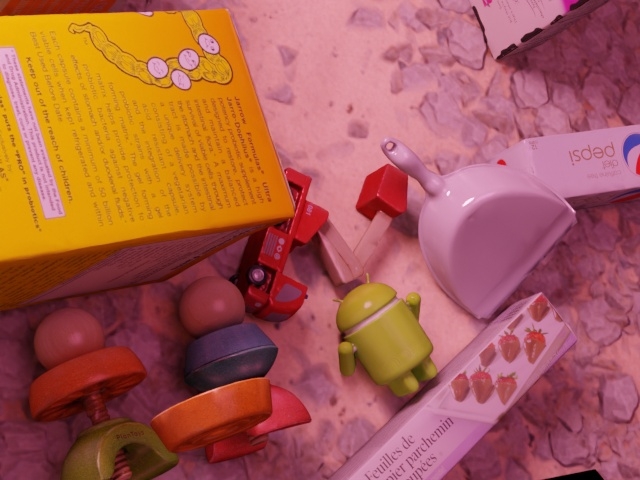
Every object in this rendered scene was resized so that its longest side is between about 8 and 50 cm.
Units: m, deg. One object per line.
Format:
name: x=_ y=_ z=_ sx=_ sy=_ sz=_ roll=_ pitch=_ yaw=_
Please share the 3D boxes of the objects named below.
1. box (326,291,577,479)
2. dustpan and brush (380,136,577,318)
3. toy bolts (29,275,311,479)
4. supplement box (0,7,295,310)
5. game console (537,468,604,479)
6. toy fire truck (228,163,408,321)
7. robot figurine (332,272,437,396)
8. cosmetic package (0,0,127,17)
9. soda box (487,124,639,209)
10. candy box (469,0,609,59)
box: x=0.117 y=0.169 z=1.596 sx=0.324 sy=0.067 sz=0.063 roll=-41 pitch=95 yaw=-32
dustpan and brush: x=0.133 y=-0.033 z=1.626 sx=0.147 sy=0.060 sz=0.211 roll=-48 pitch=130 yaw=6
toy bolts: x=-0.113 y=0.101 z=1.432 sx=0.228 sy=0.218 sz=0.158 roll=-7 pitch=71 yaw=-48
supplement box: x=-0.229 y=-0.059 z=1.361 sx=0.357 sy=0.194 sz=0.195 roll=-10 pitch=79 yaw=-46
game console: x=0.145 y=0.344 z=1.568 sx=0.361 sy=0.044 sz=0.213 roll=-7 pitch=78 yaw=-29
toy fire truck: x=0.000 y=0.000 z=1.597 sx=0.135 sy=0.047 sz=0.192 roll=26 pitch=65 yaw=-20
robot figurine: x=0.060 y=0.089 z=1.589 sx=0.101 sy=0.067 sz=0.115 roll=-36 pitch=92 yaw=-23
cosmetic package: x=-0.356 y=-0.257 z=1.385 sx=0.453 sy=0.230 sz=0.161 roll=-14 pitch=82 yaw=-30
soda box: x=0.285 y=-0.074 z=1.754 sx=0.216 sy=0.074 sz=0.069 roll=-9 pitch=79 yaw=-30
candy box: x=0.230 y=-0.299 z=1.703 sx=0.071 sy=0.233 sz=0.159 roll=-20 pitch=85 yaw=-31
